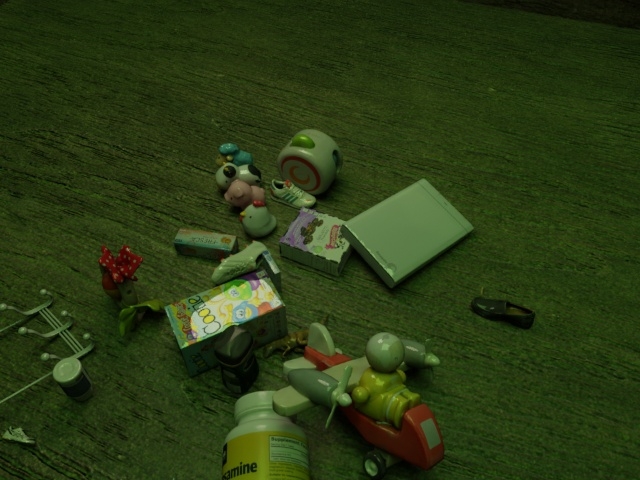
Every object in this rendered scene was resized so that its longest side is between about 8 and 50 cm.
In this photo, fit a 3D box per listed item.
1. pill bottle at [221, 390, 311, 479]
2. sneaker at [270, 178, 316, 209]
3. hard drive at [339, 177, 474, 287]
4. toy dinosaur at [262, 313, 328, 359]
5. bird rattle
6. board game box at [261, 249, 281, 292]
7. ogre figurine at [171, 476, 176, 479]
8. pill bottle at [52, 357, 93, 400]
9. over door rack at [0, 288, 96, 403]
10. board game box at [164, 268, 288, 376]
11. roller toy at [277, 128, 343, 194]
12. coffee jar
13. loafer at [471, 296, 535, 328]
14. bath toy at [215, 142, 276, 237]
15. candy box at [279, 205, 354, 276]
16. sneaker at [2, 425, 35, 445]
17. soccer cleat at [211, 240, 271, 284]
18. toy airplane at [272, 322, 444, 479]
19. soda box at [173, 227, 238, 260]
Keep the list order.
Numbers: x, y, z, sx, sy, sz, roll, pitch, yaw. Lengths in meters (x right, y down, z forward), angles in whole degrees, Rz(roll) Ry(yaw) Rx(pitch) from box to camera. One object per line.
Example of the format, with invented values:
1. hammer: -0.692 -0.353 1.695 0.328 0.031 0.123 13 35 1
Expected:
1. pill bottle: -0.114 0.501 1.189 0.187 0.188 0.334 -4 49 -3
2. sneaker: -0.092 -0.154 1.831 0.161 0.075 0.057 17 51 15
3. hard drive: 0.263 -0.033 1.691 0.353 0.047 0.233 -30 68 -29
4. toy dinosaur: -0.048 0.258 1.481 0.211 0.064 0.112 -21 51 -17
5. bird rattle: -0.538 0.119 1.504 0.143 0.254 0.206 -39 35 -28
6. board game box: -0.138 0.089 1.610 0.020 0.090 0.090 -21 52 -18
7. ogre figurine: -0.339 0.583 1.183 0.197 0.097 0.118 -33 67 -11
8. pill bottle: -0.597 0.342 1.377 0.067 0.120 0.067 -1 49 1
9. over door rack: -0.781 0.283 1.441 0.239 0.108 0.324 34 58 28
10. board game box: -0.240 0.210 1.471 0.275 0.144 0.142 -21 51 -18
11. roller toy: -0.032 -0.257 1.846 0.191 0.209 0.146 41 54 -11
12. coffee jar: -0.203 0.288 1.376 0.079 0.184 0.096 21 52 18
13. loafer: 0.498 0.183 1.539 0.169 0.061 0.062 13 52 13
14. bath toy: -0.244 -0.161 1.806 0.151 0.129 0.348 -16 51 -13
15. candy box: 0.000 0.000 1.699 0.196 0.070 0.165 19 52 16
16. sneaker: -0.707 0.460 1.335 0.083 0.032 0.037 10 50 9
17. soccer cleat: -0.230 0.070 1.647 0.076 0.068 0.196 37 56 25
18. toy airplane: 0.098 0.306 1.291 0.384 0.273 0.386 19 27 -4
19. soda box: -0.342 0.014 1.700 0.183 0.058 0.063 8 50 8
